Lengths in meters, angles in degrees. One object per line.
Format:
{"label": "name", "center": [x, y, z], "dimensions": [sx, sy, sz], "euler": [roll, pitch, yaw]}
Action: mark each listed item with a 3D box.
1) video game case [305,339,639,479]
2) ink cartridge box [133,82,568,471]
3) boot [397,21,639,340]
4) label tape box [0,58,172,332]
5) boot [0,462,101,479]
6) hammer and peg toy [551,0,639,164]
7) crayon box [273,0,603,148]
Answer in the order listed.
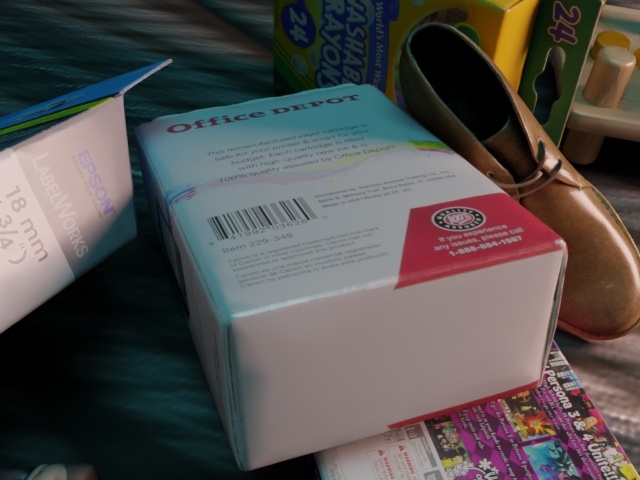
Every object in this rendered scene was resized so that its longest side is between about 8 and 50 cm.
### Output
{"label": "video game case", "center": [0.103, 0.162, 0.528], "dimensions": [0.210, 0.041, 0.232], "euler": [-10, 45, -13]}
{"label": "ink cartridge box", "center": [0.000, 0.000, 0.590], "dimensions": [0.226, 0.131, 0.306], "euler": [-12, 31, -15]}
{"label": "boot", "center": [0.158, -0.044, 0.621], "dimensions": [0.112, 0.115, 0.305], "euler": [-36, 85, 9]}
{"label": "label tape box", "center": [-0.267, -0.008, 0.561], "dimensions": [0.241, 0.105, 0.333], "euler": [-8, 24, 34]}
{"label": "boot", "center": [-0.294, 0.244, 0.352], "dimensions": [0.284, 0.138, 0.377], "euler": [10, 40, 6]}
{"label": "hammer and peg toy", "center": [0.434, -0.173, 0.837], "dimensions": [0.362, 0.127, 0.265], "euler": [9, 44, 2]}
{"label": "crayon box", "center": [0.093, -0.191, 0.781], "dimensions": [0.323, 0.203, 0.083], "euler": [31, 50, 26]}
